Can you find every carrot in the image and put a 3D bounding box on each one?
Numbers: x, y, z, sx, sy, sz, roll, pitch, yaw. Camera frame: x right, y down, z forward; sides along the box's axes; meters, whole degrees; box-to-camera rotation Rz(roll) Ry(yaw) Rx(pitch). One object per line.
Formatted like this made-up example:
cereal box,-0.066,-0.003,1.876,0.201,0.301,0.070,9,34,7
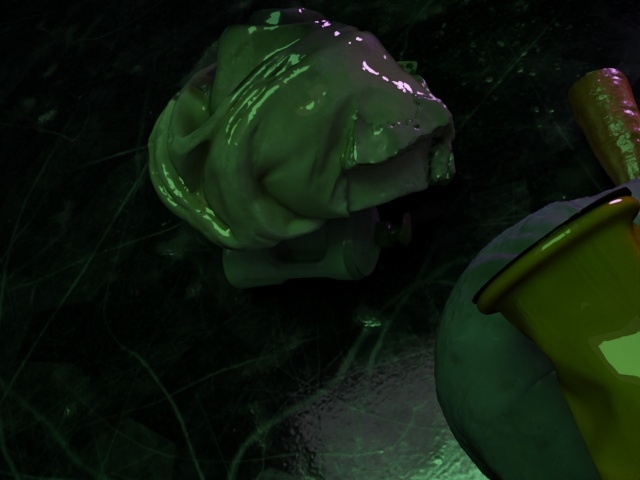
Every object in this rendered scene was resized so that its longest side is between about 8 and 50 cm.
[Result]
carrot,0.341,-0.099,0.808,0.072,0.072,0.205,-16,57,17

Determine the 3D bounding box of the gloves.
gloves,0.223,0.119,0.410,0.133,0.116,0.294,-48,67,34

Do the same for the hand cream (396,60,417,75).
hand cream,0.063,-0.250,1.086,0.165,0.037,0.057,3,59,23

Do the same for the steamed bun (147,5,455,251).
steamed bun,-0.038,-0.160,0.860,0.394,0.237,0.346,-7,27,23

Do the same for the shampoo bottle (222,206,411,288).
shampoo bottle,0.000,0.000,0.895,0.234,0.087,0.118,-6,44,25

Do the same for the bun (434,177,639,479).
bun,0.270,0.094,0.576,0.362,0.211,0.362,-7,56,10
